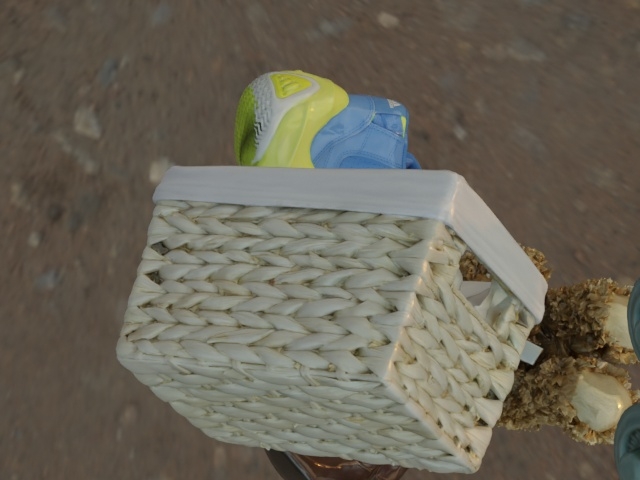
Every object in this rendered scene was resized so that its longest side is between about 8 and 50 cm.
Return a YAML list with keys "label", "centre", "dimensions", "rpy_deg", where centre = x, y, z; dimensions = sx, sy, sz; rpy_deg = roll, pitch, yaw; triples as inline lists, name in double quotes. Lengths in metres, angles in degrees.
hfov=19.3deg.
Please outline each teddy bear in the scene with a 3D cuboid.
- label: "teddy bear"
  centre: [0.152, 0.104, 1.773]
  dimensions: [0.338, 0.113, 0.245]
  rpy_deg: [-7, 61, 12]

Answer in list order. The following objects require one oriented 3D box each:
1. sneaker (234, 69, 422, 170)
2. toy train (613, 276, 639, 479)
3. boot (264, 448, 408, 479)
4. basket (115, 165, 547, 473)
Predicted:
- label: "sneaker"
  centre: [0.000, 0.000, 1.190]
  dimensions: [0.126, 0.091, 0.240]
  rpy_deg: [1, 135, -12]
- label: "toy train"
  centre: [0.271, 0.142, 1.106]
  dimensions: [0.142, 0.190, 0.334]
  rpy_deg: [-9, 111, -26]
- label: "boot"
  centre: [0.026, 0.123, 1.245]
  dimensions: [0.106, 0.037, 0.114]
  rpy_deg: [47, 68, -28]
- label: "basket"
  centre: [0.003, 0.036, 0.871]
  dimensions: [0.113, 0.167, 0.103]
  rpy_deg: [47, 54, -47]
